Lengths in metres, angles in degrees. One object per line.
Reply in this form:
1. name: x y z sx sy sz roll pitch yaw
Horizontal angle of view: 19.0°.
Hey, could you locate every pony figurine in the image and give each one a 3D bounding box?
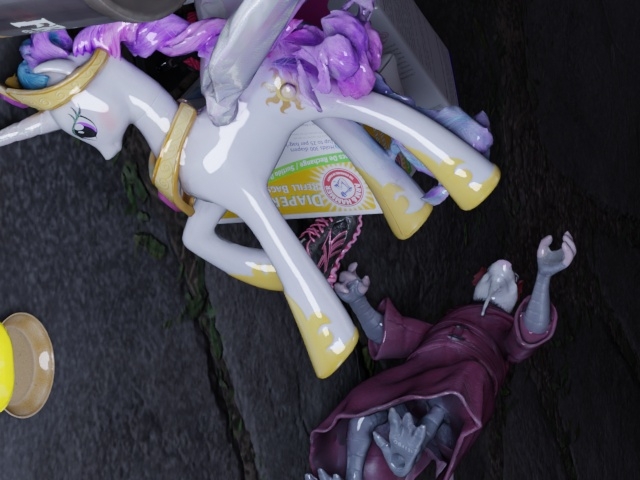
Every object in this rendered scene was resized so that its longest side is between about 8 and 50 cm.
1. pony figurine: -0.041 -0.121 1.515 0.363 0.351 0.303 38 10 -15

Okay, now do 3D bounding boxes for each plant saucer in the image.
1. plant saucer: -0.241 0.099 1.509 0.083 0.015 0.083 11 78 -60

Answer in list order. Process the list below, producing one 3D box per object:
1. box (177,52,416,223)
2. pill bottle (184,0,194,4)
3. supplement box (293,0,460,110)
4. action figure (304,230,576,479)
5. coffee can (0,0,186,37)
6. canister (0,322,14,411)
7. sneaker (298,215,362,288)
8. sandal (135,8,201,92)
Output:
1. box: -0.025 -0.090 1.732 0.103 0.203 0.114 -54 132 -50
2. pill bottle: -0.160 -0.279 1.608 0.193 0.108 0.108 27 63 -58
3. supplement box: 0.050 -0.193 1.954 0.220 0.111 0.114 48 28 -50
4. action figure: 0.149 0.146 1.980 0.370 0.248 0.276 -46 127 -50
5. coffee can: -0.239 -0.232 1.281 0.201 0.275 0.202 11 77 -60
6. canister: -0.300 0.086 1.238 0.126 0.170 0.073 -1 87 -61
7. sneaker: 0.000 0.000 1.911 0.057 0.047 0.119 17 95 -44
8. sandal: -0.115 -0.182 1.748 0.179 0.040 0.067 -40 121 -56
